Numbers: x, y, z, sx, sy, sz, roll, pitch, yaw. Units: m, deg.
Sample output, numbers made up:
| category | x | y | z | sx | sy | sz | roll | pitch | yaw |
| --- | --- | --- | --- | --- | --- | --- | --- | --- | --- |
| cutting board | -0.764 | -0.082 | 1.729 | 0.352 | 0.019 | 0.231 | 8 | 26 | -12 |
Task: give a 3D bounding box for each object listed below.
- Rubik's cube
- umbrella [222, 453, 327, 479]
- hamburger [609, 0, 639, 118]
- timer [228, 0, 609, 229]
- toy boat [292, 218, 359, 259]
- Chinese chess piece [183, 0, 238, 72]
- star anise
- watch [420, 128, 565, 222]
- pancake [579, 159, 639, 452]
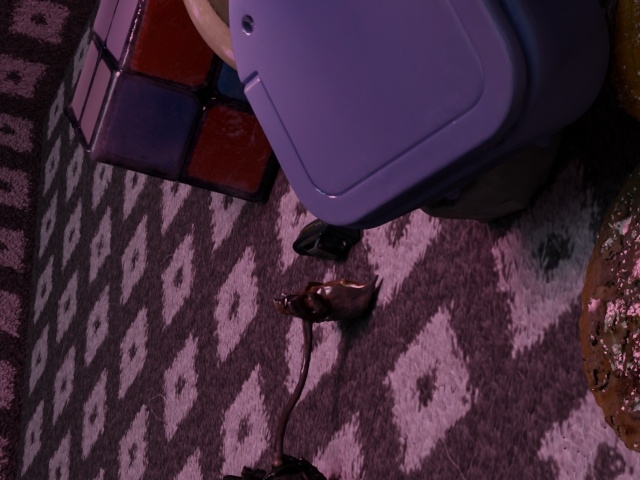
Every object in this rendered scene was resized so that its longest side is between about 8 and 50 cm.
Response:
| category | x | y | z | sx | sy | sz | roll | pitch | yaw |
| --- | --- | --- | --- | --- | --- | --- | --- | --- | --- |
| Rubik's cube | -0.225 | -0.281 | 2.104 | 0.313 | 0.318 | 0.316 | -70 | 25 | 14 |
| umbrella | -0.075 | 0.345 | 1.642 | 0.336 | 0.128 | 0.154 | -168 | 91 | -70 |
| hamburger | 0.307 | -0.179 | 1.108 | 0.137 | 0.087 | 0.166 | 133 | 148 | -67 |
| timer | 0.074 | -0.227 | 1.215 | 0.395 | 0.173 | 0.395 | 24 | 125 | 41 |
| toy boat | 0.000 | 0.000 | 1.756 | 0.141 | 0.055 | 0.060 | -27 | 46 | 60 |
| Chinese chess piece | -0.017 | -0.369 | 1.650 | 0.146 | 0.349 | 0.349 | 135 | 146 | -78 |
| star anise | 0.000 | 0.163 | 1.617 | 0.148 | 0.218 | 0.227 | -3 | 92 | 29 |
| watch | 0.171 | -0.149 | 1.350 | 0.253 | 0.162 | 0.241 | -42 | 49 | 47 |
| pancake | 0.302 | 0.044 | 1.053 | 0.282 | 0.049 | 0.282 | -46 | 35 | 48 |
